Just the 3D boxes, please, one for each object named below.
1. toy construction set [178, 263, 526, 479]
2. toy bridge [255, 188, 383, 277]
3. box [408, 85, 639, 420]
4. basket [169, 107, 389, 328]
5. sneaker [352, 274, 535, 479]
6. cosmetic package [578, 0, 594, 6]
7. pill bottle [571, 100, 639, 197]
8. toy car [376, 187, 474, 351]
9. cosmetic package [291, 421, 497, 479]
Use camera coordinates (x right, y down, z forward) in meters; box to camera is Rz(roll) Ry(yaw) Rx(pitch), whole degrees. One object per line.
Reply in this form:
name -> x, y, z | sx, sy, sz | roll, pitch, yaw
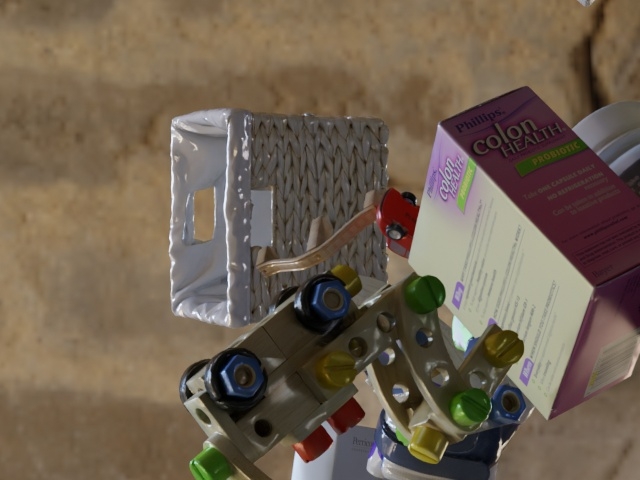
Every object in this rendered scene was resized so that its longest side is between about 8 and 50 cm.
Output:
toy construction set -> 0.019, 0.142, 1.309 | 0.151, 0.215, 0.327 | -31, 7, 47
toy bridge -> 0.000, 0.000, 1.981 | 0.188, 0.063, 0.026 | -27, -60, 28
box -> 0.216, 0.012, 1.649 | 0.117, 0.243, 0.214 | -25, -34, -26
basket -> -0.073, -0.039, 2.588 | 0.266, 0.328, 0.331 | -1, 2, -22
sneaker -> 0.096, 0.213, 2.167 | 0.322, 0.130, 0.236 | 32, -64, -12
cosmetic package -> 0.291, -0.475, 1.948 | 0.161, 0.230, 0.453 | -45, -15, -3
pill bottle -> 0.392, 0.015, 1.711 | 0.204, 0.361, 0.204 | -15, -50, -19
toy car -> 0.170, 0.055, 1.945 | 0.239, 0.225, 0.053 | 4, -25, -34
cosmetic package -> 0.107, 0.431, 2.503 | 0.097, 0.284, 0.377 | 4, -9, 45
